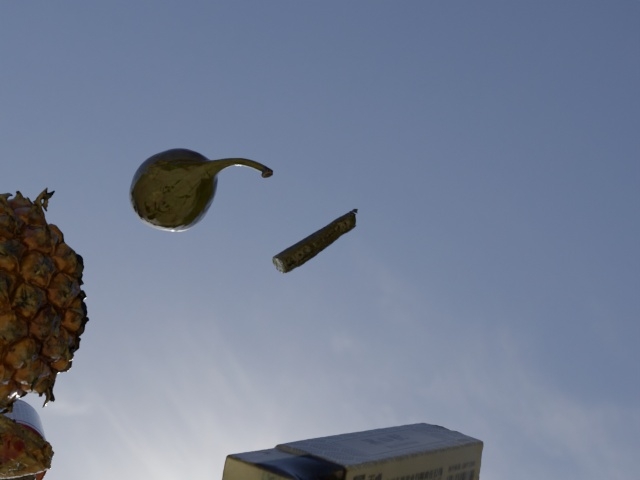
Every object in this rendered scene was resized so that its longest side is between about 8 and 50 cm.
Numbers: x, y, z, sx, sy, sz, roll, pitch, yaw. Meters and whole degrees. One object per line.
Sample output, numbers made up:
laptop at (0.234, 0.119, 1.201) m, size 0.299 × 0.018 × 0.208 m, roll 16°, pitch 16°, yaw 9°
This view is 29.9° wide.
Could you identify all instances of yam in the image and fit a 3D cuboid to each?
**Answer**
yam at (0.000, 0.000, 1.477) m, size 0.033 × 0.129 × 0.027 m, roll 3°, pitch -58°, yaw 64°

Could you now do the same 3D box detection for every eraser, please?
eraser at (0.045, 0.267, 1.292) m, size 0.096 × 0.404 × 0.098 m, roll 12°, pitch -87°, yaw 33°

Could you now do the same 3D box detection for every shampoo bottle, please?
shampoo bottle at (-0.433, 0.293, 1.665) m, size 0.104 × 0.104 × 0.278 m, roll 55°, pitch -11°, yaw -12°

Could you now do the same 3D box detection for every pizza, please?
pizza at (-0.420, 0.225, 1.390) m, size 0.188 × 0.062 × 0.199 m, roll -6°, pitch -45°, yaw 9°

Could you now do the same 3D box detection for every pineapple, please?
pineapple at (-0.271, 0.044, 0.867) m, size 0.161 × 0.137 × 0.176 m, roll 10°, pitch -84°, yaw 22°

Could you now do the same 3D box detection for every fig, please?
fig at (-0.169, -0.087, 1.714) m, size 0.236 × 0.124 × 0.124 m, roll -17°, pitch -70°, yaw 33°
